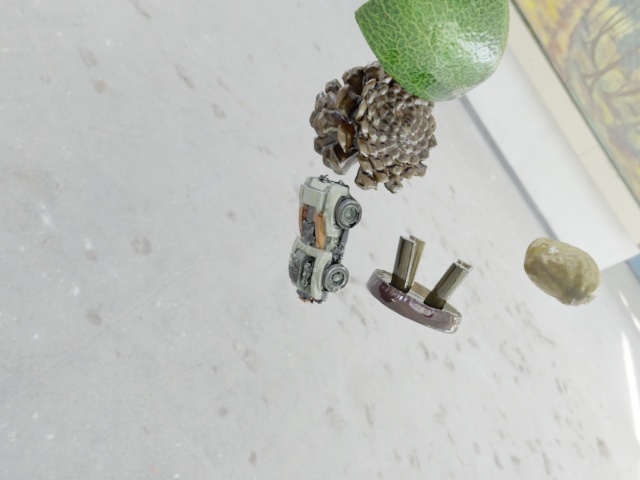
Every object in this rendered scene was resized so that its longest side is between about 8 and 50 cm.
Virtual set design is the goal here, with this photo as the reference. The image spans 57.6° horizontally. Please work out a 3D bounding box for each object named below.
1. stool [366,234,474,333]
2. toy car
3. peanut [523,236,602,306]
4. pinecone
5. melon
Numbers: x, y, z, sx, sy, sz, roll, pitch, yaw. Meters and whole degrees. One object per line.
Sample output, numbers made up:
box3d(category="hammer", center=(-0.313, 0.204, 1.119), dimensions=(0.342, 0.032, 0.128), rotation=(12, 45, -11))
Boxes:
box3d(category="stool", center=(0.273, 0.108, 1.533), dimensions=(0.272, 0.179, 0.272), rotation=(25, 9, -4))
box3d(category="toy car", center=(-0.002, 0.001, 1.357), dimensions=(0.118, 0.301, 0.193), rotation=(7, 13, -29))
box3d(category="peanut", center=(0.479, 0.059, 1.154), dimensions=(0.159, 0.109, 0.140), rotation=(47, -15, 20))
box3d(category="pinecone", center=(0.121, -0.313, 1.639), dimensions=(0.384, 0.384, 0.385), rotation=(37, 36, -33))
box3d(category="melon", center=(0.288, -0.484, 1.344), dimensions=(0.343, 0.331, 0.226), rotation=(49, 8, -23))
